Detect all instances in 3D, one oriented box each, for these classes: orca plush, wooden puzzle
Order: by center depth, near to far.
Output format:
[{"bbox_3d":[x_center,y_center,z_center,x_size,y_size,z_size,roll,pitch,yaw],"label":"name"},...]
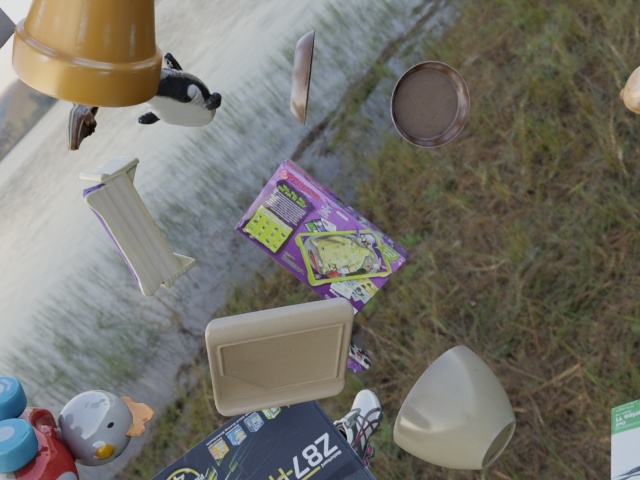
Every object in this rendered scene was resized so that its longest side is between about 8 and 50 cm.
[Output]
[{"bbox_3d":[-0.063,0.181,1.153,0.220,0.239,0.044,-9,48,-10],"label":"wooden puzzle"},{"bbox_3d":[-0.272,-0.268,1.259,0.151,0.102,0.287,-17,-7,30],"label":"orca plush"}]

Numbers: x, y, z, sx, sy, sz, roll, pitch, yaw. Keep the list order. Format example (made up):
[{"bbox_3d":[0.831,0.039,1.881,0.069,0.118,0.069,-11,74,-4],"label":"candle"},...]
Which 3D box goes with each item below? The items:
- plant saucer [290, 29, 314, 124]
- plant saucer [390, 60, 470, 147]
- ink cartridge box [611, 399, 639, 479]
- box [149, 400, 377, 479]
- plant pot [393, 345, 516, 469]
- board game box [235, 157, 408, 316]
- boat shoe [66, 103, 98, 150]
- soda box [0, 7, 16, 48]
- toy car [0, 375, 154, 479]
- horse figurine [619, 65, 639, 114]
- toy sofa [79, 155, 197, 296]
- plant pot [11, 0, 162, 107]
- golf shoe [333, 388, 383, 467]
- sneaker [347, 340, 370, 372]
[{"bbox_3d":[-0.039,-0.343,1.546,0.198,0.036,0.199,-173,90,-89],"label":"plant saucer"},{"bbox_3d":[0.215,-0.269,1.458,0.168,0.168,0.029,-47,18,-2],"label":"plant saucer"},{"bbox_3d":[0.447,0.329,0.941,0.087,0.153,0.208,-30,22,37],"label":"ink cartridge box"},{"bbox_3d":[-0.116,0.512,1.492,0.395,0.097,0.318,-34,62,-12],"label":"box"},{"bbox_3d":[0.333,0.412,1.689,0.191,0.284,0.284,34,78,33],"label":"plant pot"},{"bbox_3d":[0.000,0.000,1.665,0.208,0.347,0.056,-50,2,29],"label":"board game box"},{"bbox_3d":[-0.524,-0.261,1.622,0.178,0.060,0.064,-98,24,-45],"label":"boat shoe"},{"bbox_3d":[-0.581,-0.383,1.058,0.098,0.286,0.091,13,63,32],"label":"soda box"},{"bbox_3d":[-0.359,0.303,1.092,0.238,0.219,0.210,-19,31,-21],"label":"toy car"},{"bbox_3d":[0.498,-0.213,1.010,0.263,0.174,0.066,166,118,-76],"label":"horse figurine"},{"bbox_3d":[-0.506,-0.036,1.976,0.177,0.363,0.150,-40,29,-26],"label":"toy sofa"},{"bbox_3d":[-0.312,-0.315,1.021,0.205,0.205,0.188,-86,13,-58],"label":"plant pot"},{"bbox_3d":[0.101,0.523,2.084,0.105,0.120,0.273,-32,28,36],"label":"golf shoe"},{"bbox_3d":[0.070,0.320,2.043,0.071,0.170,0.068,-35,31,17],"label":"sneaker"}]
